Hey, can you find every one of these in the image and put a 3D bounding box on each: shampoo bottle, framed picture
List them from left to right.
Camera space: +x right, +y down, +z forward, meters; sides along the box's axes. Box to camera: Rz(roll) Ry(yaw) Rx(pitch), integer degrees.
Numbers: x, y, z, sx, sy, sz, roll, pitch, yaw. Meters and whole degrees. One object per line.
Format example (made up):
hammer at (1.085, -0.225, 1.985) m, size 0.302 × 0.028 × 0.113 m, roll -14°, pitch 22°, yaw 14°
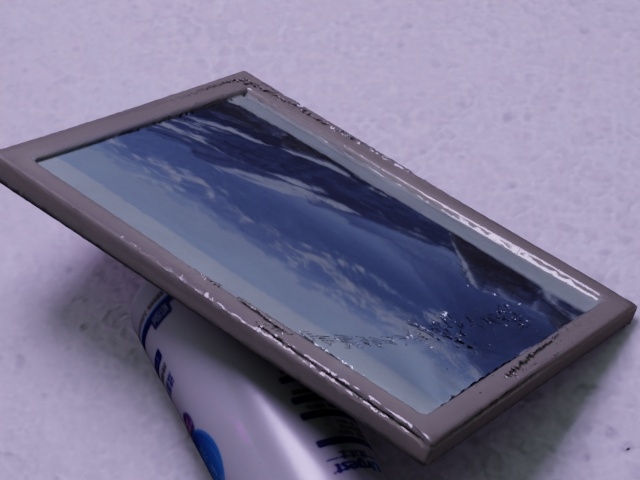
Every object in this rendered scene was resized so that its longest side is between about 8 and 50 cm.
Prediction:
shampoo bottle at (-0.012, 0.138, 0.964) m, size 0.092 × 0.092 × 0.303 m, roll -24°, pitch 57°, yaw -11°
framed picture at (0.000, 0.000, 1.030) m, size 0.335 × 0.022 × 0.247 m, roll 32°, pitch 33°, yaw 25°
